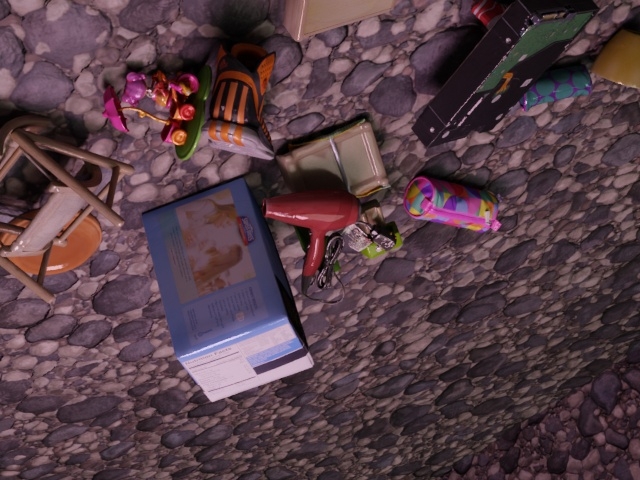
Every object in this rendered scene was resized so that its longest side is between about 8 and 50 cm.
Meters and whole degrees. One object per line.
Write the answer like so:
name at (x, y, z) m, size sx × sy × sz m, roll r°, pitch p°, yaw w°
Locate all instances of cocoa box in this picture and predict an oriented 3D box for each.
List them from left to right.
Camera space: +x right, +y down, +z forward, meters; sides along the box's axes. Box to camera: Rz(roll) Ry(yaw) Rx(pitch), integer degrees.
cocoa box at (-0.185, 0.097, 2.084) m, size 0.232 × 0.347 × 0.228 m, roll -21°, pitch 148°, yaw 2°

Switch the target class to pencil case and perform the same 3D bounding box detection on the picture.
pencil case at (0.295, -0.079, 2.324) m, size 0.236 × 0.104 × 0.104 m, roll 10°, pitch 137°, yaw -37°
pencil case at (0.467, -0.306, 2.108) m, size 0.152 × 0.064 × 0.070 m, roll -15°, pitch 132°, yaw -8°

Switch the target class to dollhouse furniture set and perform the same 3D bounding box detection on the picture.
dollhouse furniture set at (-0.017, -0.420, 1.490) m, size 0.161 × 0.242 × 0.212 m, roll -22°, pitch 151°, yaw -22°
dollhouse furniture set at (0.029, -0.109, 2.159) m, size 0.198 × 0.151 × 0.301 m, roll -23°, pitch 120°, yaw -7°

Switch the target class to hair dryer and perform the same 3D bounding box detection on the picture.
hair dryer at (0.000, 0.000, 2.067) m, size 0.223 × 0.080 × 0.293 m, roll -45°, pitch 119°, yaw 6°

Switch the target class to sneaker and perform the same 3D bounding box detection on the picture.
sneaker at (-0.124, -0.243, 1.819) m, size 0.125 × 0.180 × 0.321 m, roll 12°, pitch 178°, yaw -2°
sneaker at (0.314, -0.415, 1.889) m, size 0.118 × 0.067 × 0.042 m, roll -30°, pitch 163°, yaw -52°

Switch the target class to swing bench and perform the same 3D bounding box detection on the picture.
swing bench at (-0.504, -0.066, 1.825) m, size 0.255 × 0.165 × 0.253 m, roll 31°, pitch 125°, yaw -27°

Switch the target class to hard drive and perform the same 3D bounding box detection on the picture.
hard drive at (0.339, -0.318, 1.948) m, size 0.237 × 0.064 × 0.339 m, roll -20°, pitch 158°, yaw -45°

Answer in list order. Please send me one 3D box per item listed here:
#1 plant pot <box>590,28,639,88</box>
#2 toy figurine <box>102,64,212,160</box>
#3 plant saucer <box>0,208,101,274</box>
plant pot at (0.612, -0.361, 2.066) m, size 0.134 × 0.134 × 0.095 m, roll 2°, pitch 114°, yaw -32°
toy figurine at (-0.284, -0.233, 1.774) m, size 0.159 × 0.130 × 0.173 m, roll 11°, pitch 115°, yaw -27°
plant saucer at (-0.526, 0.009, 2.054) m, size 0.200 × 0.037 × 0.200 m, roll -14°, pitch 147°, yaw -9°
